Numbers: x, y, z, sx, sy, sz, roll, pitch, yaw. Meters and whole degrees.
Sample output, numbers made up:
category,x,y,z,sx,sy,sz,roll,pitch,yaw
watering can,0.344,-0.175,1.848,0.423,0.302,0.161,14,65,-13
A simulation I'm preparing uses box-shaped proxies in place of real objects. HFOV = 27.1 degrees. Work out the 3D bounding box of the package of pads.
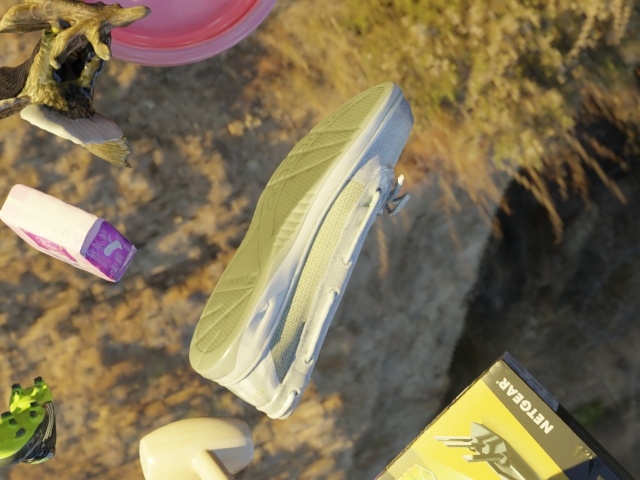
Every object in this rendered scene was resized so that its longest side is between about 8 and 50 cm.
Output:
category,x,y,z,sx,sy,sz,roll,pitch,yaw
package of pads,-0.166,-0.005,0.871,0.032,0.083,0.050,-61,145,-13

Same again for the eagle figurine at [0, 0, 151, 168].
category,x,y,z,sx,sy,sz,roll,pitch,yaw
eagle figurine,-0.291,-0.166,1.419,0.225,0.226,0.298,-41,178,-39

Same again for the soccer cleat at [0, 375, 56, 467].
category,x,y,z,sx,sy,sz,roll,pitch,yaw
soccer cleat,-0.285,0.191,1.299,0.060,0.072,0.179,-16,-167,1

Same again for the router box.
category,x,y,z,sx,sy,sz,roll,pitch,yaw
router box,0.254,0.333,1.670,0.243,0.309,0.081,-47,173,12

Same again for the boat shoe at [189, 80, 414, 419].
category,x,y,z,sx,sy,sz,roll,pitch,yaw
boat shoe,0.001,0.001,1.185,0.103,0.320,0.118,38,156,-24

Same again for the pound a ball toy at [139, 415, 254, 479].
category,x,y,z,sx,sy,sz,roll,pitch,yaw
pound a ball toy,-0.086,0.255,0.790,0.135,0.319,0.208,-6,104,-8

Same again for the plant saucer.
category,x,y,z,sx,sy,sz,roll,pitch,yaw
plant saucer,-0.201,-0.373,1.643,0.332,0.332,0.084,-21,178,-10
